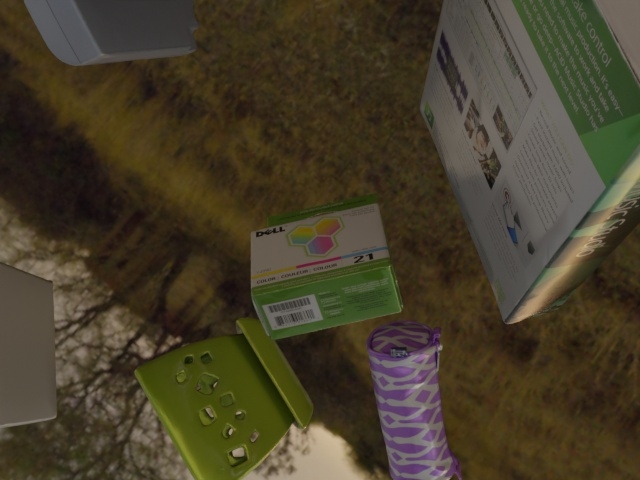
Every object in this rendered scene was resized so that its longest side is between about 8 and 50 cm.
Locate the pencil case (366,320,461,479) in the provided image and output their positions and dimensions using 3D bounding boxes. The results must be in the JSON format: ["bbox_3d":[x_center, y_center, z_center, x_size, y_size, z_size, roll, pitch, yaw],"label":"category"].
[{"bbox_3d":[0.110,0.191,0.876,0.086,0.088,0.206,-83,-16,-66],"label":"pencil case"}]

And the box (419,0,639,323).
[{"bbox_3d":[0.152,-0.098,0.541,0.322,0.059,0.232,88,166,-67],"label":"box"}]

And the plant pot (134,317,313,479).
[{"bbox_3d":[-0.141,0.254,1.202,0.227,0.207,0.228,57,168,8],"label":"plant pot"}]

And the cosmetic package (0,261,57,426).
[{"bbox_3d":[-0.365,0.089,0.607,0.197,0.155,0.365,-4,171,-4],"label":"cosmetic package"}]

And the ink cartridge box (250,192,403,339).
[{"bbox_3d":[0.000,0.000,1.070,0.255,0.189,0.097,-97,-8,-47],"label":"ink cartridge box"}]

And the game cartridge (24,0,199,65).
[{"bbox_3d":[-0.206,-0.301,0.647,0.196,0.060,0.294,-38,-64,-66],"label":"game cartridge"}]
